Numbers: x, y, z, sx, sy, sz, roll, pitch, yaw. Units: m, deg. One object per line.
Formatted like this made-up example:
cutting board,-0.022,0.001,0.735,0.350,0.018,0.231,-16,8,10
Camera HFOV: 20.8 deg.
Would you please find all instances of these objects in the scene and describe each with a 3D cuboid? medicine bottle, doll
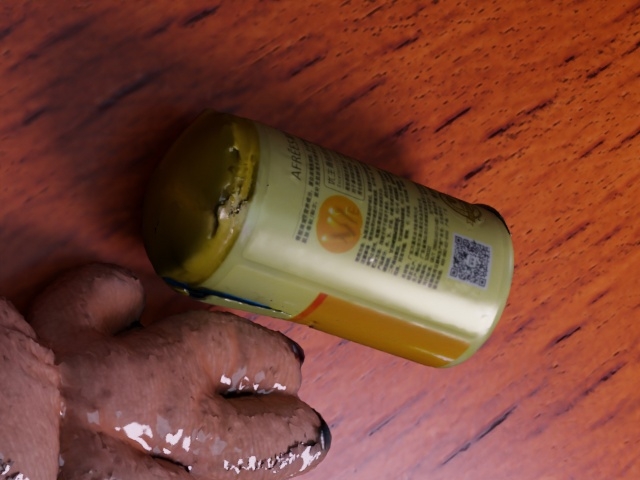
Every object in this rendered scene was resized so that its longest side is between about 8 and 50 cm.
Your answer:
medicine bottle,0.000,0.000,1.125,0.239,0.124,0.124,18,88,-25
doll,-0.145,0.117,1.067,0.303,0.201,0.156,6,135,-34
